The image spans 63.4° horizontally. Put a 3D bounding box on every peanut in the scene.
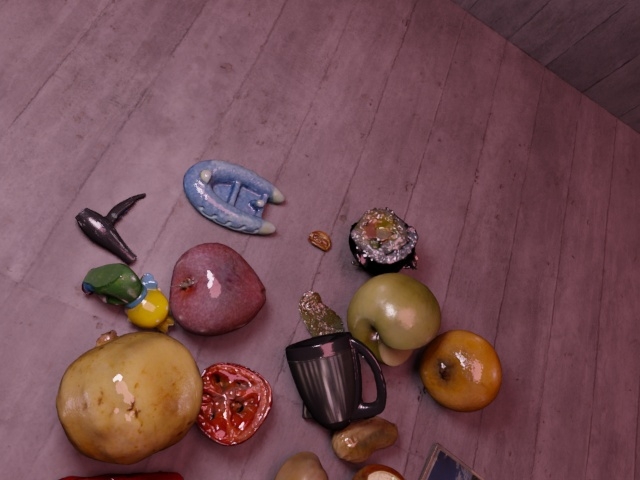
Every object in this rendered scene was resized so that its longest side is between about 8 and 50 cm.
[{"bbox_3d":[0.138,0.600,1.566,0.236,0.110,0.120,0,61,-34],"label":"peanut"}]

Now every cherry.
[{"bbox_3d":[-0.291,0.140,1.462,0.307,0.221,0.261,13,69,-40],"label":"cherry"}]

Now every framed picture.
[{"bbox_3d":[0.430,0.809,1.676,0.260,0.023,0.189,39,63,-9],"label":"framed picture"}]

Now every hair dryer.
[{"bbox_3d":[-0.567,-0.061,1.502,0.195,0.075,0.219,46,52,-15],"label":"hair dryer"}]

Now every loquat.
[{"bbox_3d":[0.456,0.423,1.684,0.263,0.263,0.263,8,69,-22],"label":"loquat"}]

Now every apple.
[{"bbox_3d":[0.166,0.748,1.491,0.173,0.160,0.195,13,65,-25],"label":"apple"},{"bbox_3d":[0.233,0.243,1.633,0.254,0.292,0.292,-37,90,-40],"label":"apple"}]

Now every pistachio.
[{"bbox_3d":[-0.057,0.725,1.397,0.182,0.162,0.293,16,69,0],"label":"pistachio"}]

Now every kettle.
[{"bbox_3d":[0.042,0.420,1.532,0.251,0.207,0.271,-11,86,-15],"label":"kettle"}]

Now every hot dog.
[{"bbox_3d":[0.000,0.000,1.752,0.083,0.035,0.058,30,66,-13],"label":"hot dog"}]

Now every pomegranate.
[{"bbox_3d":[-0.456,0.365,1.253,0.333,0.332,0.332,8,69,-22],"label":"pomegranate"}]

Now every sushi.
[{"bbox_3d":[0.202,0.023,1.747,0.225,0.218,0.238,-22,77,-7],"label":"sushi"}]

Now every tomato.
[{"bbox_3d":[-0.253,0.452,1.440,0.228,0.101,0.227,11,60,-20],"label":"tomato"}]

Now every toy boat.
[{"bbox_3d":[-0.266,-0.148,1.632,0.330,0.123,0.215,26,65,-16],"label":"toy boat"}]

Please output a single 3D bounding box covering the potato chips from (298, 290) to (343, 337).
[{"bbox_3d":[0.010,0.261,1.672,0.142,0.026,0.209,-7,76,-29],"label":"potato chips"}]

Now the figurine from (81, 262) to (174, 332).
[{"bbox_3d":[-0.518,0.163,1.413,0.234,0.185,0.127,53,37,-45],"label":"figurine"}]

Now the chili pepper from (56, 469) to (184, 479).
[{"bbox_3d":[-0.456,0.623,1.279,0.388,0.110,0.110,11,68,-18],"label":"chili pepper"}]
